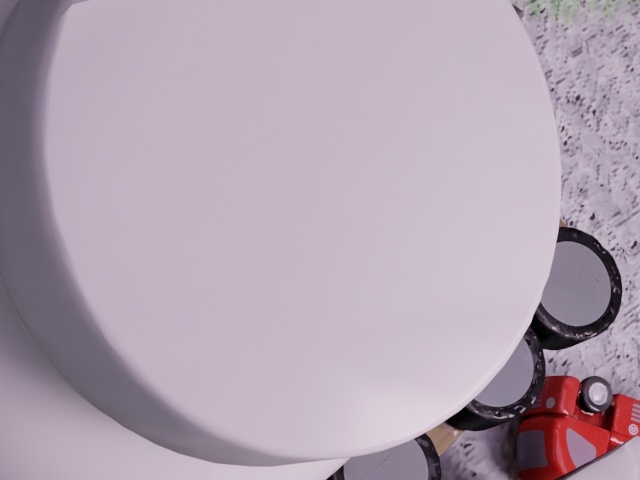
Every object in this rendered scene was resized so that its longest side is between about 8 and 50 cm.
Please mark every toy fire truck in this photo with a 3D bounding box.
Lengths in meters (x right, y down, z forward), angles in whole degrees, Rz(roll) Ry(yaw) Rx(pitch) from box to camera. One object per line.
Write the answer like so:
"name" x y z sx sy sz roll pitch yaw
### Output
"toy fire truck" 0.000 0.000 0.956 0.217 0.158 0.246 -42 93 -27
"toy fire truck" 0.185 0.161 1.076 0.192 0.047 0.135 20 70 -21

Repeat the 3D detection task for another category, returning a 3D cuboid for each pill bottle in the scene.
"pill bottle" -0.100 -0.004 0.734 0.229 0.408 0.229 4 82 -29

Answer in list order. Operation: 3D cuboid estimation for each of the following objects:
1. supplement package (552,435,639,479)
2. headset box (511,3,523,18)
"supplement package" 0.110 0.265 0.943 0.204 0.145 0.262 -25 81 -30
"headset box" 0.066 -0.109 1.062 0.083 0.032 0.062 29 70 -23
